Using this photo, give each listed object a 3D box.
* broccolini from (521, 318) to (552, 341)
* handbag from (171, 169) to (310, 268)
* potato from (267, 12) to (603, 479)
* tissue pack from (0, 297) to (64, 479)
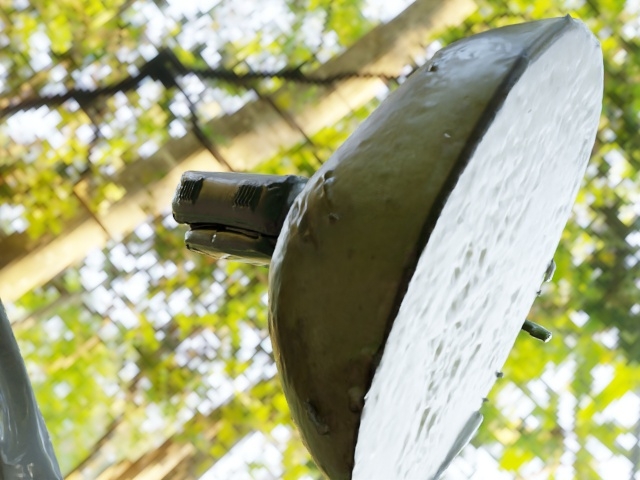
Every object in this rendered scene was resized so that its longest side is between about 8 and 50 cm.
[{"bbox_3d":[0.144,0.082,1.708,0.194,0.054,0.052,-2,-66,43],"label":"broccolini"},{"bbox_3d":[0.000,0.000,1.639,0.244,0.088,0.275,17,-7,-26],"label":"handbag"},{"bbox_3d":[0.054,0.004,0.962,0.116,0.299,0.239,25,-2,27],"label":"potato"},{"bbox_3d":[-0.312,0.071,1.088,0.305,0.239,0.238,67,-28,6],"label":"tissue pack"}]
